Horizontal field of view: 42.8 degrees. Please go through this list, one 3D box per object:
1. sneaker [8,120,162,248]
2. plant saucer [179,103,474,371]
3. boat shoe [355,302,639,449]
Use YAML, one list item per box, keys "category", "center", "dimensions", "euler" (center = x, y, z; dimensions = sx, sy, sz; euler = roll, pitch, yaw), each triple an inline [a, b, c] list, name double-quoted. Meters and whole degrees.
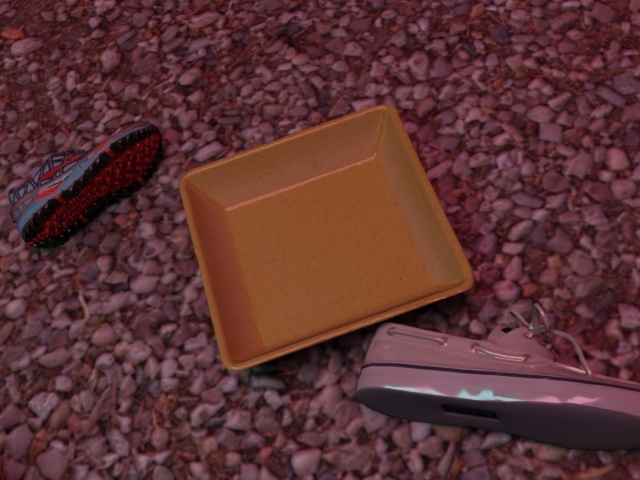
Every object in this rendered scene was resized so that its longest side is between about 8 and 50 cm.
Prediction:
- category: "sneaker"
  center: [-0.367, -0.112, 1.247]
  dimensions: [0.262, 0.104, 0.125]
  euler: [-38, 58, -12]
- category: "plant saucer"
  center: [0.000, 0.000, 1.120]
  dimensions: [0.332, 0.081, 0.333]
  euler: [-19, 56, 0]
- category: "boat shoe"
  center: [0.232, 0.146, 0.977]
  dimensions: [0.367, 0.136, 0.157]
  euler: [3, 57, 23]
